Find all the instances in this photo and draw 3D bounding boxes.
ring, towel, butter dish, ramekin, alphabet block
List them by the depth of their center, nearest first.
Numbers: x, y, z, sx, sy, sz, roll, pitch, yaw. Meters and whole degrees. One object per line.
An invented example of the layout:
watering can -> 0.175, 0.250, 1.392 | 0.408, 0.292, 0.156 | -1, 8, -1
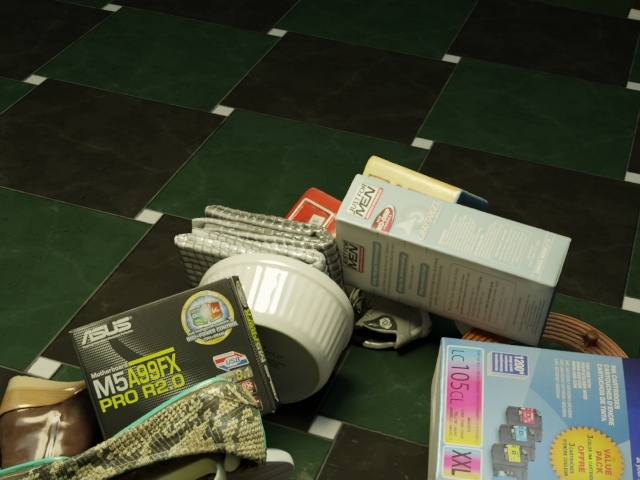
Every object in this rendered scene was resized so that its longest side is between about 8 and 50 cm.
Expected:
ramekin -> -0.088, 0.156, 1.775 | 0.273, 0.272, 0.127 | 10, 47, 9
ring -> 0.377, 0.248, 1.800 | 0.337, 0.032, 0.336 | 1, 49, -1
towel -> -0.093, 0.066, 1.893 | 0.284, 0.235, 0.121 | 11, 49, 22
alphabet block -> 0.178, -0.030, 2.066 | 0.197, 0.193, 0.192 | 24, 3, 26
butter dish -> 0.000, 0.000, 2.134 | 0.160, 0.118, 0.160 | -52, 40, -6

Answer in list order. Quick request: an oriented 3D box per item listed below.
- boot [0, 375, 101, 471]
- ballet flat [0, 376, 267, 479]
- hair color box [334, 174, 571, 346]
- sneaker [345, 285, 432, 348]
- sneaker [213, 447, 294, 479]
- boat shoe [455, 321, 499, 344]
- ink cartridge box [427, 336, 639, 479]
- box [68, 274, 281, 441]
boot -> -0.379, 0.316, 1.683 | 0.249, 0.090, 0.206 | 7, 50, -20
ballet flat -> -0.297, 0.354, 1.490 | 0.483, 0.164, 0.182 | -23, 56, -4
hair color box -> 0.215, 0.034, 1.832 | 0.375, 0.185, 0.113 | 17, 54, 13
sneaker -> 0.083, 0.123, 1.984 | 0.132, 0.086, 0.229 | -29, 47, -35
sneaker -> -0.171, 0.340, 1.633 | 0.258, 0.094, 0.091 | -6, 40, -12
boat shoe -> 0.300, 0.191, 1.927 | 0.063, 0.066, 0.184 | 17, 30, -38
ink cartridge box -> 0.365, 0.311, 1.633 | 0.396, 0.151, 0.270 | 7, 50, 1
box -> -0.220, 0.195, 1.642 | 0.270, 0.216, 0.060 | -18, -2, 7
